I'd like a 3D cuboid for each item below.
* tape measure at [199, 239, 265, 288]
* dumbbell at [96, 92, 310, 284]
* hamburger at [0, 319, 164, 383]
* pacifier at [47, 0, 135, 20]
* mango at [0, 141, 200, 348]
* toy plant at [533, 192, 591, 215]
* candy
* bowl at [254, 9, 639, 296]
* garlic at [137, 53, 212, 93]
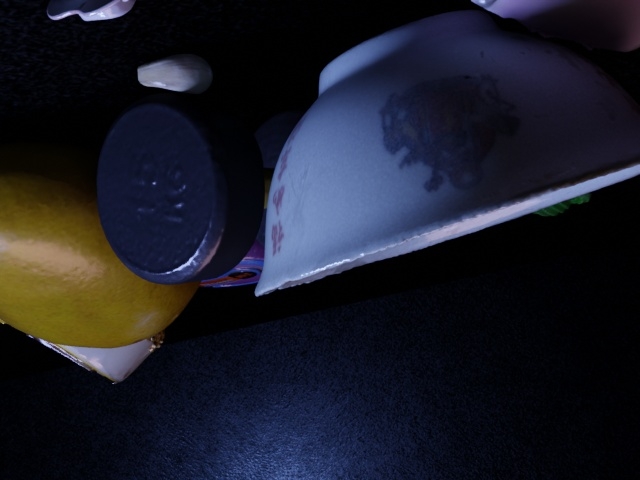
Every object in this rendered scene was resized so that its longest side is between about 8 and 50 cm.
[{"bbox_3d":[-0.172,-0.008,1.507,0.231,0.149,0.245,-17,160,36],"label":"tape measure"},{"bbox_3d":[-0.083,-0.064,1.102,0.204,0.203,0.322,-20,172,35],"label":"dumbbell"},{"bbox_3d":[-0.391,0.102,1.526,0.294,0.179,0.276,32,169,-10],"label":"hamburger"},{"bbox_3d":[-0.183,-0.214,0.729,0.099,0.081,0.078,5,147,39],"label":"pacifier"},{"bbox_3d":[-0.324,0.004,1.199,0.300,0.232,0.446,-15,158,16],"label":"mango"},{"bbox_3d":[0.415,-0.096,1.809,0.240,0.088,0.155,6,175,-36],"label":"toy plant"},{"bbox_3d":[0.251,-0.253,0.813,0.265,0.115,0.155,-1,165,-43],"label":"candy"},{"bbox_3d":[0.112,-0.101,0.919,0.435,0.196,0.435,-19,176,-1],"label":"bowl"},{"bbox_3d":[-0.149,-0.175,0.975,0.083,0.041,0.053,-2,-172,-22],"label":"garlic"}]
